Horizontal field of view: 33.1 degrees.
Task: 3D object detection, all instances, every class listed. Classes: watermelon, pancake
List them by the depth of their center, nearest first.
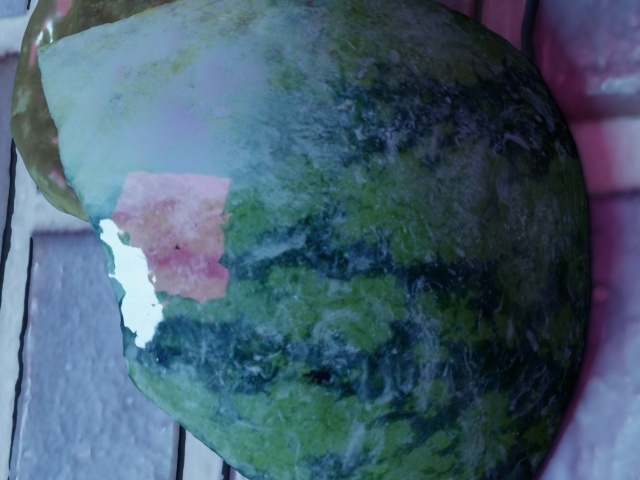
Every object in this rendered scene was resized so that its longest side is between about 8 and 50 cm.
[{"bbox_3d":[0.000,0.000,0.508,0.176,0.260,0.256,2,66,48],"label":"watermelon"},{"bbox_3d":[-0.114,-0.112,0.683,0.236,0.042,0.223,32,99,33],"label":"pancake"}]
